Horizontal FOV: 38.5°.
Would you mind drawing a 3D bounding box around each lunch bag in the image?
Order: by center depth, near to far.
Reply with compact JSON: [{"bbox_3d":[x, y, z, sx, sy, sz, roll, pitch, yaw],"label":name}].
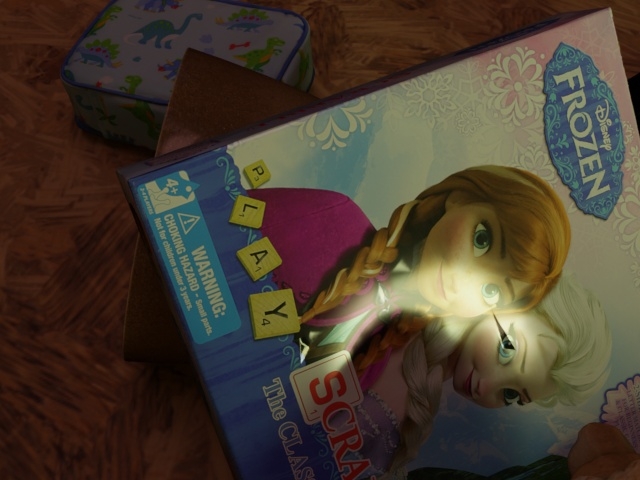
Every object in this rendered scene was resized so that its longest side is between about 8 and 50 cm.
[{"bbox_3d":[-0.123,-0.165,0.898,0.219,0.090,0.176,14,55,14],"label":"lunch bag"}]

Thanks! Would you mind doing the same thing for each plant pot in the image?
[{"bbox_3d":[0.000,0.000,0.699,0.255,0.237,0.237,13,52,-6],"label":"plant pot"}]

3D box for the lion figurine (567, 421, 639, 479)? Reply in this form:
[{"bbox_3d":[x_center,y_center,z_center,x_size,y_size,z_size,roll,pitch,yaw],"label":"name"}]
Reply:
[{"bbox_3d":[0.028,0.242,0.474,0.392,0.240,0.142,-21,54,-12],"label":"lion figurine"}]

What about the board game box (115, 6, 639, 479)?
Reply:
[{"bbox_3d":[0.076,0.050,0.595,0.318,0.318,0.066,-22,15,-13],"label":"board game box"}]

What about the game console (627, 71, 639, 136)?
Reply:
[{"bbox_3d":[0.320,-0.107,0.877,0.122,0.071,0.107,-31,27,-20],"label":"game console"}]
